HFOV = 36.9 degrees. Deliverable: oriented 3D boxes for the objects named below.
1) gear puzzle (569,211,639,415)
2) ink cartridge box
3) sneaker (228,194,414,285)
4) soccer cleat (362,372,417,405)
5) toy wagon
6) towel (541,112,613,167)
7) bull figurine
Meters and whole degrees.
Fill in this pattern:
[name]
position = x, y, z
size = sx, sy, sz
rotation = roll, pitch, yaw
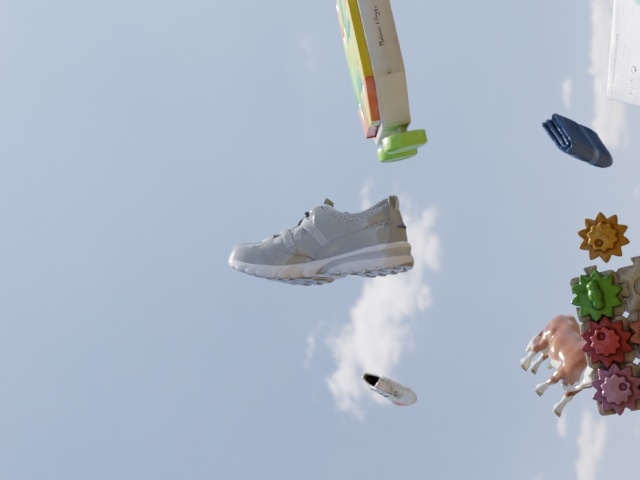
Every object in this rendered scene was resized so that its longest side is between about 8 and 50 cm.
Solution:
[gear puzzle]
position = 0.507, 0.113, 1.588
size = 0.044, 0.175, 0.339
rotation = 14, -116, -68
[ink cartridge box]
position = 0.722, -0.364, 1.779
size = 0.151, 0.395, 0.270
rotation = -8, -71, -20
[sneaker]
position = 0.000, 0.000, 1.357
size = 0.105, 0.281, 0.115
rotation = 20, -113, -64
[soccer cleat]
position = 0.092, 0.200, 1.296
size = 0.029, 0.083, 0.035
rotation = -60, -37, -11
[toy wagon]
position = 0.075, -0.240, 1.307
size = 0.344, 0.068, 0.267
rotation = 93, 165, -88
[towel]
position = 0.354, -0.133, 1.316
size = 0.119, 0.029, 0.067
rotation = 12, -136, -46
[bull figurine]
position = 0.568, 0.281, 2.189
size = 0.101, 0.188, 0.310
rotation = 42, -166, -17
